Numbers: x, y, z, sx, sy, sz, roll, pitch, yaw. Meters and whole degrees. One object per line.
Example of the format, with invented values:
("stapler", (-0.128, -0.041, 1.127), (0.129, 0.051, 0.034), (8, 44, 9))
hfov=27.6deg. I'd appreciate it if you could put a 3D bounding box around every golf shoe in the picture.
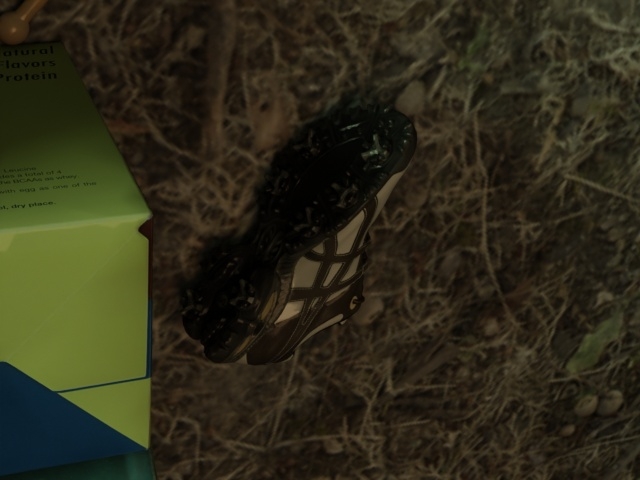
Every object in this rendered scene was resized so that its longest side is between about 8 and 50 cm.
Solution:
("golf shoe", (0.000, 0.000, 0.819), (0.198, 0.077, 0.094), (-47, 138, 17))

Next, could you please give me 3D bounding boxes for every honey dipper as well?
("honey dipper", (-0.115, -0.163, 0.684), (0.030, 0.030, 0.160), (34, 104, -36))

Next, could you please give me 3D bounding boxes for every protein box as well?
("protein box", (-0.203, 0.007, 0.641), (0.200, 0.201, 0.136), (-7, 123, -20))

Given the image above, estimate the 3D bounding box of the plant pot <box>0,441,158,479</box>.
("plant pot", (-0.273, 0.250, 0.705), (0.334, 0.341, 0.341), (4, 119, -17))
